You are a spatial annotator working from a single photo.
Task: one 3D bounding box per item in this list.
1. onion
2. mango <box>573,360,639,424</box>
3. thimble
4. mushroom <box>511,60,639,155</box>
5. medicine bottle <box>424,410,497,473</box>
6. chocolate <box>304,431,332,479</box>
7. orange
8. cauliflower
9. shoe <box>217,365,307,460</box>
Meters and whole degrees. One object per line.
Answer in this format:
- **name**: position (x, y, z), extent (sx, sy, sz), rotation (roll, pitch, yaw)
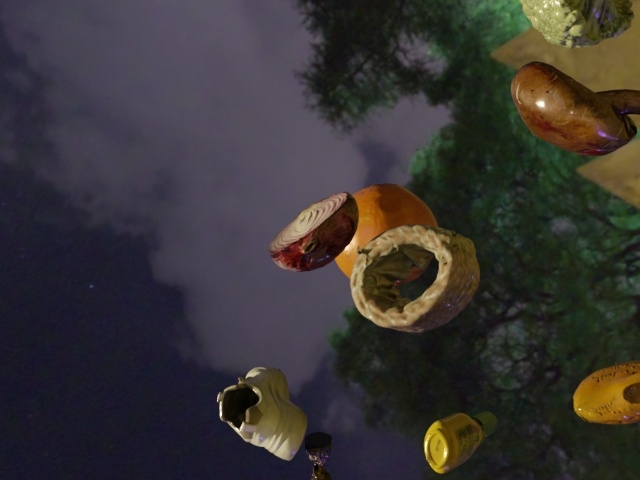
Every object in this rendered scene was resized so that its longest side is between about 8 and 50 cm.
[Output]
- **onion**: position (0.000, 0.000, 1.381), extent (0.098, 0.205, 0.151), rotation (52, -166, -25)
- **mango**: position (0.772, 0.393, 1.749), extent (0.156, 0.248, 0.151), rotation (21, -130, -62)
- **thimble**: position (0.181, 0.074, 1.317), extent (0.148, 0.229, 0.196), rotation (13, -116, -56)
- **mushroom**: position (0.277, -0.128, 0.709), extent (0.170, 0.080, 0.135), rotation (25, -159, 24)
- **medicine bottle**: position (0.328, 0.440, 1.550), extent (0.309, 0.076, 0.111), rotation (4, -90, -55)
- **chocolate**: position (0.001, 0.458, 1.353), extent (0.070, 0.072, 0.147), rotation (-14, -78, -42)
- **orange**: position (0.181, -0.012, 1.943), extent (0.312, 0.312, 0.312), rotation (22, -126, -35)
- **cauliflower**: position (0.447, -0.471, 1.141), extent (0.275, 0.250, 0.272), rotation (-27, -84, -57)
- **shoe**: position (-0.144, 0.333, 1.402), extent (0.159, 0.316, 0.124), rotation (22, -89, -24)
